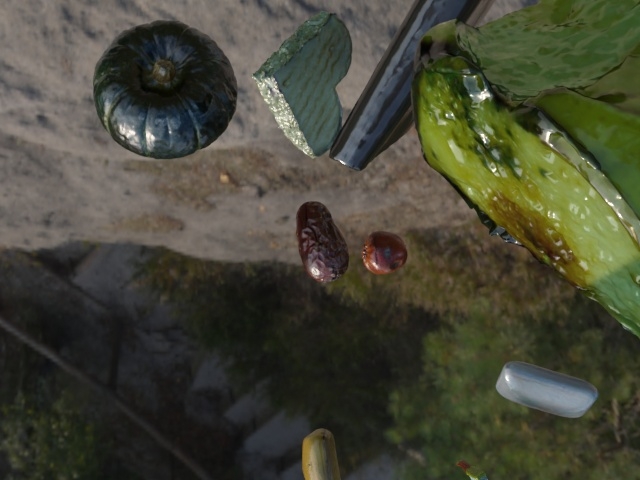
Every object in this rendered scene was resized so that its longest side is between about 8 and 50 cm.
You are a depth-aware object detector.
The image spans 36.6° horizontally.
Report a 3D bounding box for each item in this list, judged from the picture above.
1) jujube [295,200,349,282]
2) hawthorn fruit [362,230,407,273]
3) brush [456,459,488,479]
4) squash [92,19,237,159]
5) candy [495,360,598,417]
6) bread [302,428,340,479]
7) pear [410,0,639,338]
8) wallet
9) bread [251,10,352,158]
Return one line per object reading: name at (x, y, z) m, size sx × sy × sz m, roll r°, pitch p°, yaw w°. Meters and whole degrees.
jujube at (0.000, 0.000, 1.477) m, size 0.077 × 0.129 × 0.077 m, roll -14°, pitch 160°, yaw -5°
hawthorn fruit at (0.127, 0.024, 1.870) m, size 0.093 × 0.093 × 0.093 m, roll -4°, pitch 133°, yaw -4°
brush at (0.248, 0.381, 1.592) m, size 0.018 × 0.083 × 0.021 m, roll -30°, pitch 104°, yaw -14°
squash at (-0.272, -0.261, 1.695) m, size 0.252 × 0.252 × 0.165 m, roll -8°, pitch 153°, yaw -1°
candy at (0.415, 0.277, 1.785) m, size 0.174 × 0.071 × 0.138 m, roll 15°, pitch 159°, yaw 9°
bread at (-0.003, 0.370, 1.598) m, size 0.056 × 0.115 × 0.082 m, roll -11°, pitch 173°, yaw 12°
pear at (0.220, -0.090, 0.599) m, size 0.255 × 0.238 × 0.164 m, roll -34°, pitch 139°, yaw -11°
wallet at (0.152, -0.268, 1.069) m, size 0.062 × 0.228 × 0.406 m, roll 36°, pitch 124°, yaw 5°
bread at (-0.031, -0.243, 1.516) m, size 0.172 × 0.064 × 0.232 m, roll -6°, pitch 109°, yaw -41°
